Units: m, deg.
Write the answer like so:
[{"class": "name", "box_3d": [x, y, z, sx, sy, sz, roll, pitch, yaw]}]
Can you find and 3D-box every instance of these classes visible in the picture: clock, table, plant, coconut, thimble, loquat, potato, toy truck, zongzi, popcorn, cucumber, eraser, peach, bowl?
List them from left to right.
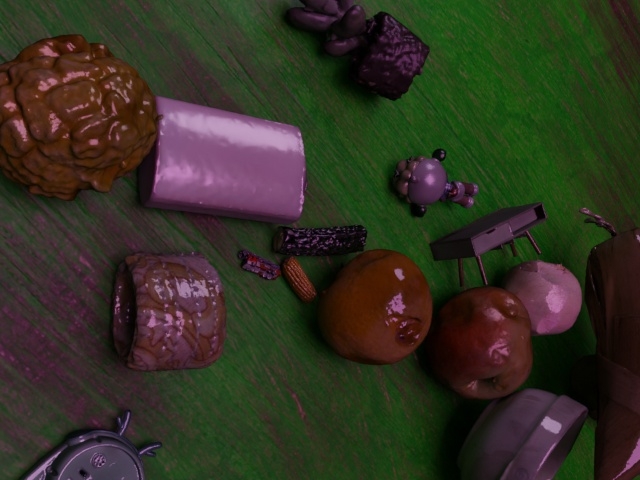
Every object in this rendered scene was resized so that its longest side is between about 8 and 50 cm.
[{"class": "popcorn", "box_3d": [-0.344, -0.184, 0.964, 0.236, 0.206, 0.252, 2, 52, -20]}, {"class": "clock", "box_3d": [-0.326, 0.350, 0.995, 0.159, 0.066, 0.211, 52, 60, -20]}, {"class": "thimble", "box_3d": [-0.230, 0.102, 1.041, 0.143, 0.137, 0.191, 6, 71, -34]}, {"class": "eraser", "box_3d": [-0.158, -0.127, 1.135, 0.270, 0.094, 0.174, 7, 73, -35]}, {"class": "toy truck", "box_3d": [-0.106, 0.043, 1.196, 0.083, 0.024, 0.032, 25, 50, -32]}, {"class": "cucumber", "box_3d": [0.000, 0.000, 1.251, 0.187, 0.058, 0.058, -3, 87, -34]}, {"class": "plant", "box_3d": [0.068, -0.383, 1.283, 0.274, 0.149, 0.146, 36, 93, -20]}, {"class": "loquat", "box_3d": [0.096, 0.124, 1.230, 0.213, 0.213, 0.213, 4, 83, -34]}, {"class": "peach", "box_3d": [0.326, 0.197, 1.380, 0.214, 0.214, 0.236, 41, 48, -24]}, {"class": "table", "box_3d": [0.369, 0.012, 1.460, 0.240, 0.121, 0.111, -23, 97, -33]}, {"class": "bowl", "box_3d": [0.385, 0.422, 1.367, 0.307, 0.163, 0.307, -40, 147, -33]}, {"class": "coconut", "box_3d": [0.467, 0.122, 1.485, 0.182, 0.170, 0.171, 9, 80, -40]}, {"class": "potato", "box_3d": [0.703, 0.358, 1.635, 0.262, 0.165, 0.165, 22, 74, -32]}, {"class": "zongzi", "box_3d": [0.610, 0.189, 1.392, 0.466, 0.218, 0.500, -23, 90, -39]}]

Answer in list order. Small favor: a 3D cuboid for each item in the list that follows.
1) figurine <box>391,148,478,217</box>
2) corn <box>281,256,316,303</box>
[{"class": "figurine", "box_3d": [0.232, -0.114, 1.403, 0.197, 0.093, 0.147, 11, 101, -40]}, {"class": "corn", "box_3d": [-0.039, 0.072, 1.232, 0.037, 0.037, 0.092, -43, 109, -29]}]
